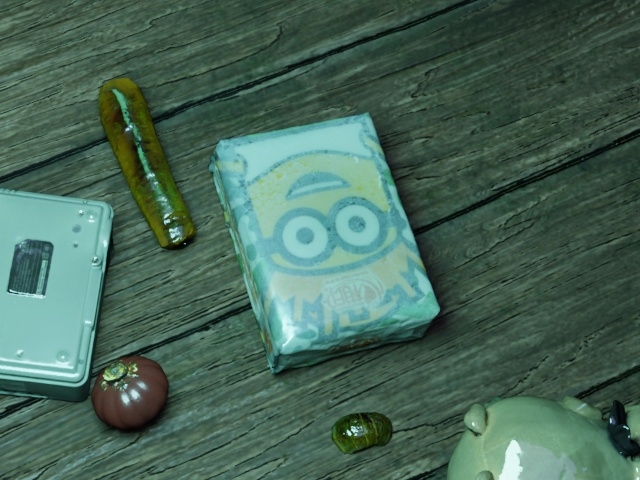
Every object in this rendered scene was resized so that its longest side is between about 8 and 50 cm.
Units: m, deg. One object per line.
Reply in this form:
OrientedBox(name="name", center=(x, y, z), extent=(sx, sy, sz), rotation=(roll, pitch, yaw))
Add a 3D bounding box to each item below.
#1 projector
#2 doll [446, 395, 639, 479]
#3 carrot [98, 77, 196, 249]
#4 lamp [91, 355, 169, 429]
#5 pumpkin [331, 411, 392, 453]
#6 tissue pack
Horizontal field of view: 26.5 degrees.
OrientedBox(name="projector", center=(-0.371, 0.065, 1.741), extent=(0.192, 0.099, 0.256), rotation=(8, 65, -6))
OrientedBox(name="doll", center=(0.331, 0.300, 1.667), extent=(0.350, 0.247, 0.247), rotation=(12, 65, -12))
OrientedBox(name="carrot", center=(-0.237, -0.104, 1.857), extent=(0.070, 0.070, 0.260), rotation=(-20, 72, -17))
OrientedBox(name="lamp", center=(-0.240, 0.191, 1.709), extent=(0.101, 0.090, 0.101), rotation=(-15, 41, 13))
OrientedBox(name="pumpkin", center=(0.056, 0.244, 1.764), extent=(0.083, 0.028, 0.050), rotation=(-12, 66, -18))
OrientedBox(name="tissue pack", center=(0.000, 0.000, 1.812), extent=(0.228, 0.128, 0.310), rotation=(-13, 70, -14))
